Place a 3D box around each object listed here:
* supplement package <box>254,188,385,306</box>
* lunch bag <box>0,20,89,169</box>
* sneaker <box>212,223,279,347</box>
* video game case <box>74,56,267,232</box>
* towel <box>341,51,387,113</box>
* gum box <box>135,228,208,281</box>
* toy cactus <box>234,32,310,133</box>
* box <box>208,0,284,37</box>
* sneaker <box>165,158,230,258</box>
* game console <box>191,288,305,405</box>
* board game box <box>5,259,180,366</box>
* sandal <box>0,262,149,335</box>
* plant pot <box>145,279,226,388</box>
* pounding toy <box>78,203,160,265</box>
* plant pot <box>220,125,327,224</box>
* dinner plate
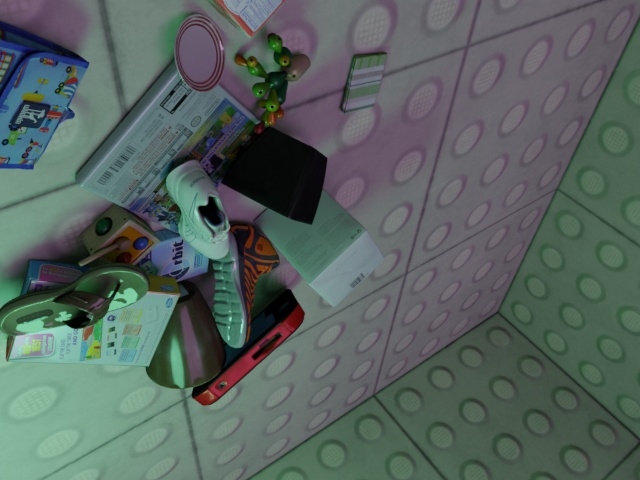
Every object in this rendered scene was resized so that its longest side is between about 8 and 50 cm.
[{"bbox_3d":[0.000,0.000,1.556,0.199,0.263,0.198,-43,149,-1],"label":"supplement package"},{"bbox_3d":[-0.514,-0.223,0.885,0.221,0.138,0.293,-56,158,17],"label":"lunch bag"},{"bbox_3d":[-0.184,0.113,1.514,0.180,0.124,0.321,-10,102,-48],"label":"sneaker"},{"bbox_3d":[-0.299,-0.188,1.222,0.329,0.036,0.300,-48,148,5],"label":"video game case"},{"bbox_3d":[0.108,-0.399,1.452,0.113,0.023,0.152,-21,139,-36],"label":"towel"},{"bbox_3d":[-0.361,0.038,1.406,0.184,0.041,0.157,-18,140,-34],"label":"gum box"},{"bbox_3d":[-0.094,-0.349,1.227,0.180,0.112,0.219,-45,149,-38],"label":"toy cactus"},{"bbox_3d":[-0.175,-0.490,0.909,0.154,0.142,0.300,-47,148,5],"label":"box"},{"bbox_3d":[-0.256,-0.041,1.284,0.111,0.129,0.297,-36,149,-17],"label":"sneaker"},{"bbox_3d":[-0.215,0.298,1.686,0.386,0.060,0.342,-41,-168,-4],"label":"game console"},{"bbox_3d":[-0.509,0.174,1.294,0.316,0.064,0.242,11,120,-34],"label":"board game box"},{"bbox_3d":[-0.492,0.140,1.167,0.302,0.086,0.120,-21,134,-10],"label":"sandal"},{"bbox_3d":[-0.364,0.226,1.498,0.215,0.215,0.231,-22,127,-31],"label":"plant pot"},{"bbox_3d":[-0.438,0.005,1.226,0.130,0.100,0.141,-43,148,-2],"label":"pounding toy"},{"bbox_3d":[-0.087,-0.156,1.341,0.167,0.188,0.187,-64,165,4],"label":"plant pot"},{"bbox_3d":[-0.229,-0.351,1.083,0.141,0.017,0.141,-27,122,-54],"label":"dinner plate"}]
